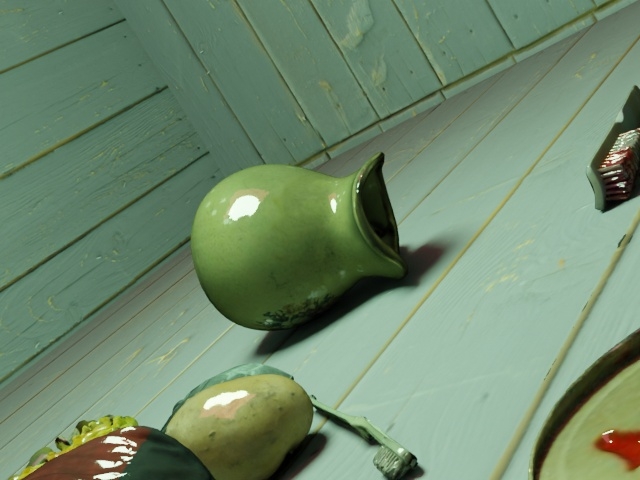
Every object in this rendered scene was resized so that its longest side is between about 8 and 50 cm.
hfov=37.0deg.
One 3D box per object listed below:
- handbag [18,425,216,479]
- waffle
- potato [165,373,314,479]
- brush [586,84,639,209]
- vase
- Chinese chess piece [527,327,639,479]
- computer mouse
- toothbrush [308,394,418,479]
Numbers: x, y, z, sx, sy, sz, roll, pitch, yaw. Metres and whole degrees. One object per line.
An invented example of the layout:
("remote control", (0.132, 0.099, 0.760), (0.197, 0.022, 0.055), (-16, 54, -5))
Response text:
("handbag", (-0.192, 0.259, 0.690), (0.254, 0.181, 0.181), (-33, 7, 12))
("waffle", (-0.354, 0.325, 1.219), (0.329, 0.062, 0.329), (-32, 8, 5))
("potato", (-0.076, 0.186, 0.935), (0.147, 0.112, 0.112), (-25, 9, 0))
("brush", (0.389, -0.127, 1.197), (0.050, 0.060, 0.321), (-11, 19, 31))
("vase", (0.000, 0.000, 1.401), (0.302, 0.241, 0.329), (-15, -11, 21))
("Chinese chess piece", (0.219, 0.098, 0.438), (0.249, 0.103, 0.250), (-32, 7, 5))
("computer mouse", (-0.124, 0.195, 1.120), (0.231, 0.071, 0.126), (-25, 11, 40))
("toothbrush", (0.030, 0.172, 0.889), (0.028, 0.026, 0.294), (-48, 12, -7))
